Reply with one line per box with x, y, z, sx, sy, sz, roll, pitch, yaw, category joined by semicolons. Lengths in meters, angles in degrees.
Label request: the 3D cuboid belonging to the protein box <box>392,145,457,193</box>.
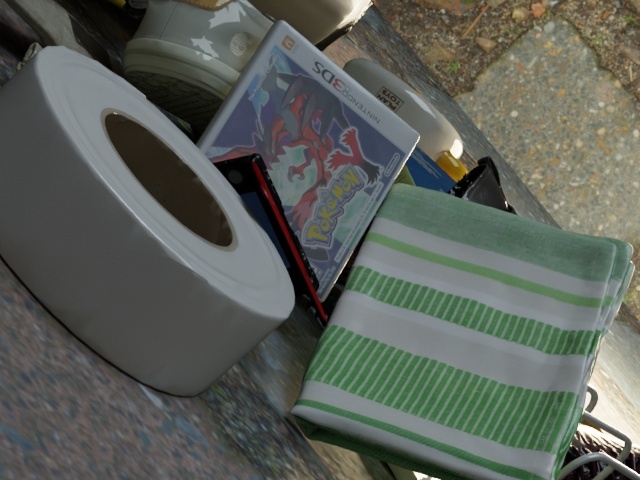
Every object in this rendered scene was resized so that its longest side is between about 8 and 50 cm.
0.105;-0.009;2.159;0.200;0.136;0.201;41;15;-28;protein box

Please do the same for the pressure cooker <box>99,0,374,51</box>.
-0.144;-0.413;2.059;0.370;0.375;0.420;38;4;37;pressure cooker

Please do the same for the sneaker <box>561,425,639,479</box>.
0.304;0.242;1.940;0.163;0.106;0.281;11;1;31;sneaker

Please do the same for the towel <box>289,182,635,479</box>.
0.131;0.083;1.633;0.248;0.038;0.325;16;46;11;towel

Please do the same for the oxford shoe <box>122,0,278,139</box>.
-0.070;-0.161;1.881;0.169;0.130;0.449;10;-10;19;oxford shoe

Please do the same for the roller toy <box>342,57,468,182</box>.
0.080;-0.133;2.326;0.191;0.146;0.209;42;-4;-31;roller toy

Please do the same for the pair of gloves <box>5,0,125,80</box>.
-0.225;-0.139;1.672;0.204;0.042;0.240;42;18;-46;pair of gloves

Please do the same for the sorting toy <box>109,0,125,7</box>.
-0.315;-0.295;1.783;0.274;0.046;0.132;37;9;19;sorting toy

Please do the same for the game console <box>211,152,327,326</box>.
-0.060;0.007;1.595;0.144;0.124;0.085;66;31;-23;game console

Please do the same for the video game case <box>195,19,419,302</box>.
-0.020;-0.074;1.707;0.183;0.201;0.023;38;-21;-20;video game case

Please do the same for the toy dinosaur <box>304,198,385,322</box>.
0.000;0.000;1.864;0.218;0.164;0.322;39;35;29;toy dinosaur

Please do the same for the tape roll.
-0.150;-0.017;1.422;0.286;0.100;0.286;44;13;-13;tape roll

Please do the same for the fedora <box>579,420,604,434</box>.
0.300;0.250;2.157;0.194;0.079;0.194;44;13;-13;fedora

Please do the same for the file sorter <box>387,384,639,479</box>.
0.170;0.179;1.726;0.193;0.173;0.277;32;20;-49;file sorter

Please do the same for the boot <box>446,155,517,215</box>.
0.173;0.062;2.005;0.229;0.091;0.263;53;47;-21;boot
